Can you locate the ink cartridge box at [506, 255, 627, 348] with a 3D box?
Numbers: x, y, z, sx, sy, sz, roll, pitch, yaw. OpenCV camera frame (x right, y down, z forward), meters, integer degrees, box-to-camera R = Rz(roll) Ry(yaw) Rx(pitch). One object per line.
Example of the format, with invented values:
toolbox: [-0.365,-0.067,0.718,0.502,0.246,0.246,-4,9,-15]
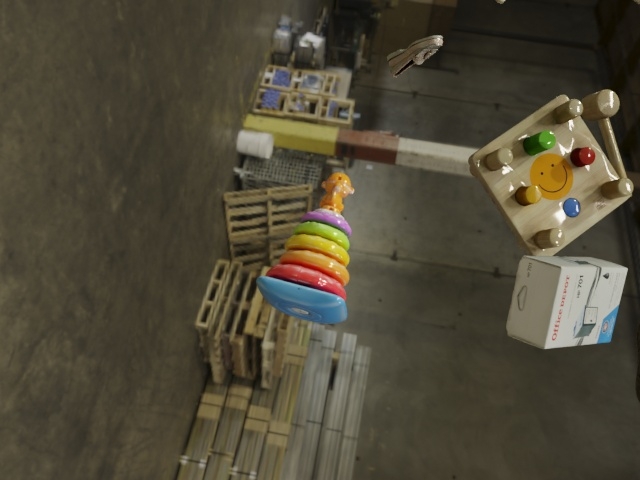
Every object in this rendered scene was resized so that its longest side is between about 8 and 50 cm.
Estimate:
ink cartridge box: [0.417,0.101,1.004,0.082,0.190,0.140,21,-74,53]

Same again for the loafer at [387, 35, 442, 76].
loafer: [0.164,-0.315,1.021,0.125,0.045,0.039,-4,-87,57]

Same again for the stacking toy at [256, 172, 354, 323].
stacking toy: [0.000,0.000,1.176,0.166,0.175,0.302,79,26,-69]

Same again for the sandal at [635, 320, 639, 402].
sandal: [0.683,0.229,1.187,0.060,0.090,0.220,10,85,-46]

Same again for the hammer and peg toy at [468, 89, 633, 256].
hammer and peg toy: [0.504,-0.149,1.192,0.266,0.361,0.127,57,-11,-2]

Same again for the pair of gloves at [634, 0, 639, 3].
pair of gloves: [0.522,-0.528,0.944,0.204,0.240,0.042,-41,172,30]

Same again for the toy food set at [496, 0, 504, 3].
toy food set: [0.283,-0.420,0.879,0.192,0.132,0.038,-35,174,-20]
